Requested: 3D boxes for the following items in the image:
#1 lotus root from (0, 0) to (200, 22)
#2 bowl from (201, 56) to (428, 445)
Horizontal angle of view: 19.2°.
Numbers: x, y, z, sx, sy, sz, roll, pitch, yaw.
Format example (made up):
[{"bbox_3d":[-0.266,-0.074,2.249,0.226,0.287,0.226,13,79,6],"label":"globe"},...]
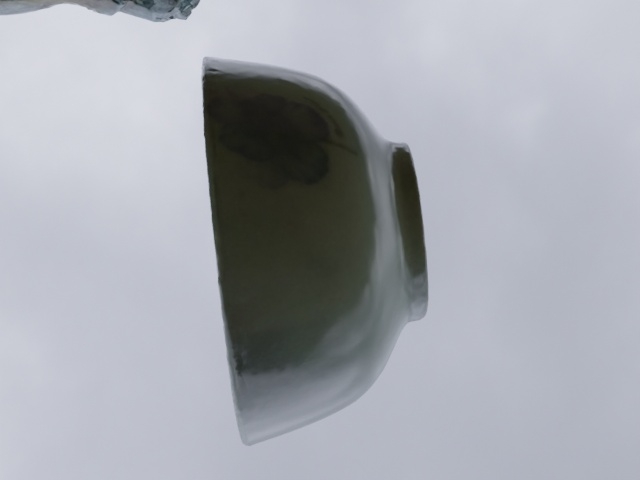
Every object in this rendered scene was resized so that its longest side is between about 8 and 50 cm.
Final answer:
[{"bbox_3d":[-0.202,-0.195,0.920,0.322,0.158,0.140,37,-143,13],"label":"lotus root"},{"bbox_3d":[0.000,0.000,1.379,0.146,0.289,0.289,-7,-126,0],"label":"bowl"}]
